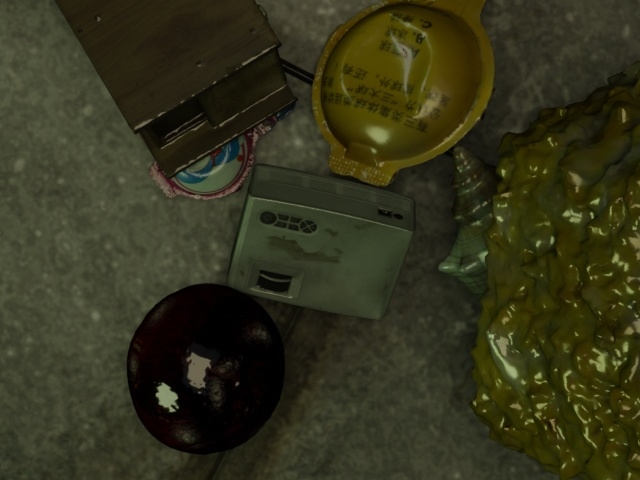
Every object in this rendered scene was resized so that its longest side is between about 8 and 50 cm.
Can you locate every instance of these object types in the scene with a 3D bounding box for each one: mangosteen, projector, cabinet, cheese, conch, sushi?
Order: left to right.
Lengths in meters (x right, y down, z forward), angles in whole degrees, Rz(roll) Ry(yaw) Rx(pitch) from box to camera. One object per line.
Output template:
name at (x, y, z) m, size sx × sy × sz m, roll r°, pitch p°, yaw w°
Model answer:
cabinet at (-0.132, -0.194, 1.366) m, size 0.148 × 0.175 × 0.215 m, roll -30°, pitch 78°, yaw -2°
mangosteen at (-0.107, 0.111, 1.413) m, size 0.152 × 0.152 × 0.153 m, roll 0°, pitch 90°, yaw -3°
cheese at (-0.089, -0.094, 1.456) m, size 0.145 × 0.038 × 0.095 m, roll -39°, pitch 92°, yaw -1°
projector at (0.000, 0.000, 1.427) m, size 0.147 × 0.061 × 0.115 m, roll 13°, pitch 128°, yaw -5°
cheese at (0.086, -0.174, 1.434) m, size 0.177 × 0.069 × 0.270 m, roll 17°, pitch 78°, yaw 29°
conch at (0.184, 0.000, 1.443) m, size 0.234 × 0.114 × 0.137 m, roll 35°, pitch 98°, yaw -36°
sushi at (0.333, 0.026, 1.327) m, size 0.396 × 0.240 × 0.352 m, roll -4°, pitch 98°, yaw -30°
